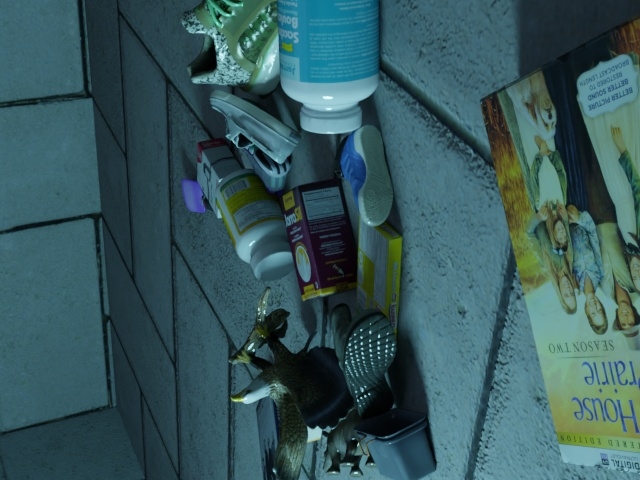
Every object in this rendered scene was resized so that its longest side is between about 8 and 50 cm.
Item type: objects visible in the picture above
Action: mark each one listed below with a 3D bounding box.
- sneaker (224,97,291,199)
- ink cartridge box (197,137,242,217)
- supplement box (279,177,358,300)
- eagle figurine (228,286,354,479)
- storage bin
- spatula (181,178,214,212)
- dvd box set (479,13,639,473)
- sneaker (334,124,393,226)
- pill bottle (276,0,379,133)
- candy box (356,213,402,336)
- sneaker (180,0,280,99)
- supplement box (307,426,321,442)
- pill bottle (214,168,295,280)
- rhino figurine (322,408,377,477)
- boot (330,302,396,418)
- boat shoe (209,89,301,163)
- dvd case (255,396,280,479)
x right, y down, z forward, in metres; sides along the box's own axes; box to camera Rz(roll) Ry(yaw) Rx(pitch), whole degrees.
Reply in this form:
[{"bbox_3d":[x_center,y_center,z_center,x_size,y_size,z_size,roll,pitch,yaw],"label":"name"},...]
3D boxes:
[{"bbox_3d":[-0.127,-0.177,1.937,0.098,0.083,0.223,95,153,-47],"label":"sneaker"},{"bbox_3d":[-0.218,-0.137,2.203,0.150,0.063,0.109,-123,30,-44],"label":"ink cartridge box"},{"bbox_3d":[0.000,0.000,1.702,0.104,0.081,0.188,154,104,-68],"label":"supplement box"},{"bbox_3d":[-0.052,0.273,1.794,0.298,0.225,0.226,49,169,31],"label":"eagle figurine"},{"bbox_3d":[0.117,0.326,1.571,0.091,0.098,0.135,69,159,-4],"label":"storage bin"},{"bbox_3d":[-0.274,-0.093,2.411,0.296,0.030,0.084,-156,56,-64],"label":"spatula"},{"bbox_3d":[0.298,0.020,0.995,0.308,0.062,0.420,161,97,-69],"label":"dvd box set"},{"bbox_3d":[0.062,-0.093,1.527,0.085,0.058,0.152,-16,81,63],"label":"sneaker"},{"bbox_3d":[0.012,-0.292,1.437,0.146,0.146,0.264,-141,44,-58],"label":"pill bottle"},{"bbox_3d":[0.090,0.063,1.581,0.105,0.027,0.205,45,141,51],"label":"candy box"},{"bbox_3d":[-0.144,-0.397,1.724,0.410,0.182,0.158,106,146,-49],"label":"sneaker"},{"bbox_3d":[-0.021,0.344,1.987,0.098,0.036,0.062,99,151,-42],"label":"supplement box"},{"bbox_3d":[-0.120,-0.028,1.940,0.117,0.118,0.208,105,147,-48],"label":"pill bottle"},{"bbox_3d":[0.047,0.359,1.767,0.243,0.073,0.106,128,151,-64],"label":"rhino figurine"},{"bbox_3d":[0.051,0.157,1.585,0.246,0.084,0.161,85,162,-46],"label":"boot"},{"bbox_3d":[-0.135,-0.207,1.842,0.227,0.079,0.081,32,93,35],"label":"boat shoe"},{"bbox_3d":[-0.103,0.437,2.184,0.179,0.030,0.238,111,156,-53],"label":"dvd case"}]
